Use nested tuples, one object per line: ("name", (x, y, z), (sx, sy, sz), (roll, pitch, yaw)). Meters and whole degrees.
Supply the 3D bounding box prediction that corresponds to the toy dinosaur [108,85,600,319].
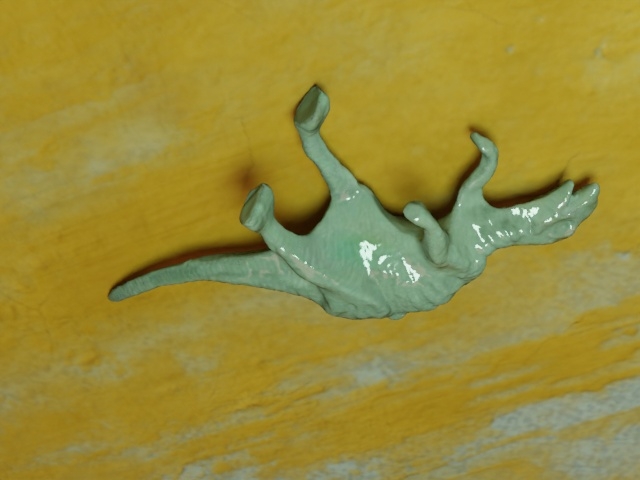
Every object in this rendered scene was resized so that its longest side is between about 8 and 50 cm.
("toy dinosaur", (0.000, 0.000, 1.147), (0.393, 0.092, 0.205), (-26, 133, 20))
